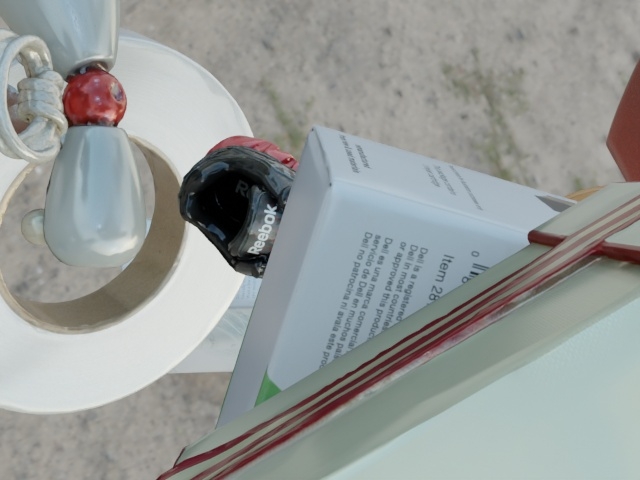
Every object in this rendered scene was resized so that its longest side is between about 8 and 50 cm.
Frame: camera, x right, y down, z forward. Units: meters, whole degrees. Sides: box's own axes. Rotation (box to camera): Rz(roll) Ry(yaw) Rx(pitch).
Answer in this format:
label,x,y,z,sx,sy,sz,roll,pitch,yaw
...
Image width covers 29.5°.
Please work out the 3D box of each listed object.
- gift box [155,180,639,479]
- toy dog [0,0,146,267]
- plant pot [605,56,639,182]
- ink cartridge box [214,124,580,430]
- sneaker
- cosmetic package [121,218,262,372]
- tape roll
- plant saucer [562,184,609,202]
label,x,y,z,sx,sy,sz,roll,pitch,yaw
gift box,0.113,0.135,0.425,0.276,0.258,0.255,58,2,-6
toy dog,-0.220,-0.148,0.878,0.220,0.161,0.333,45,40,-54
plant pot,0.440,-0.127,1.108,0.267,0.267,0.235,-100,-173,-51
ink cartridge box,0.101,0.083,0.619,0.278,0.201,0.117,16,17,-9
sneaker,0.000,0.000,0.991,0.276,0.097,0.135,27,17,16
cosmetic package,-0.127,0.075,1.594,0.224,0.225,0.138,75,15,-63
tape roll,-0.236,-0.017,1.183,0.392,0.072,0.391,-17,120,-31
plant saucer,0.238,0.045,0.962,0.037,0.200,0.199,67,12,-68
